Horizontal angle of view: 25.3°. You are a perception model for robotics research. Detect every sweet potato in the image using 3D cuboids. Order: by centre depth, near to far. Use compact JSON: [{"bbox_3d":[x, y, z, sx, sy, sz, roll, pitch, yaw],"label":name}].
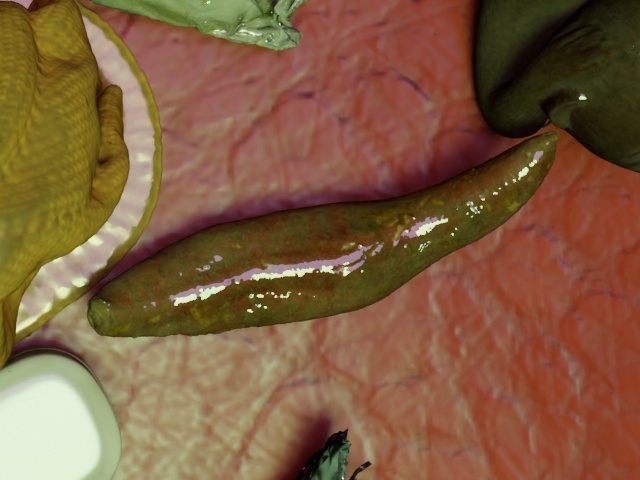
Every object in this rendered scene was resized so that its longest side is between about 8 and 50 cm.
[{"bbox_3d":[0.004,0.005,0.749,0.255,0.078,0.058,-17,55,-4],"label":"sweet potato"}]

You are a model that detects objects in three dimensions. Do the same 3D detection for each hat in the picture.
[{"bbox_3d":[-0.181,-0.037,0.619,0.244,0.233,0.233,30,84,-14],"label":"hat"}]

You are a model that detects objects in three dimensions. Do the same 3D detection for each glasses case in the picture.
[{"bbox_3d":[-0.195,0.124,0.713,0.196,0.050,0.083,-29,100,-11],"label":"glasses case"}]

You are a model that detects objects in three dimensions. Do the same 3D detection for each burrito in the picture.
[{"bbox_3d":[-0.076,-0.133,0.734,0.149,0.055,0.041,11,48,-19],"label":"burrito"}]

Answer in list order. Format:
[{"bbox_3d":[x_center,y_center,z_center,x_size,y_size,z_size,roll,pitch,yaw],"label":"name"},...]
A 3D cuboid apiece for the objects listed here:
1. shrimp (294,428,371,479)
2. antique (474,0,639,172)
[{"bbox_3d":[-0.012,0.181,0.746,0.076,0.082,0.174,6,97,-18],"label":"shrimp"},{"bbox_3d":[0.138,-0.153,0.741,0.121,0.143,0.257,-19,98,-14],"label":"antique"}]
